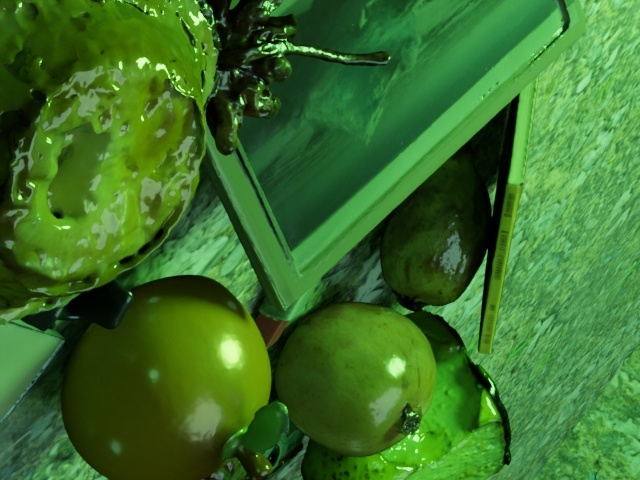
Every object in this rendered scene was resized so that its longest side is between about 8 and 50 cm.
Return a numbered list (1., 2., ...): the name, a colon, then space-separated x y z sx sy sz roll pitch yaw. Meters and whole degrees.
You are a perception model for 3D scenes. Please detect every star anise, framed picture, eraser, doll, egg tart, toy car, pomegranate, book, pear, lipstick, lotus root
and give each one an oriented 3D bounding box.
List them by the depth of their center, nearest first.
1. egg tart: -0.188 -0.067 1.328 0.341 0.129 0.341 -32 140 -31
2. star anise: -0.060 -0.167 1.509 0.234 0.073 0.177 -33 123 -21
3. eraser: -0.295 0.112 1.632 0.104 0.023 0.150 -52 158 2
4. framed picture: 0.063 -0.186 1.696 0.446 0.028 0.326 -43 135 -19
5. doll: -0.127 0.156 1.744 0.213 0.236 0.213 -39 154 -24
6. lipstick: 0.000 0.000 2.002 0.051 0.051 0.312 -20 144 -56
7. lotus root: 0.139 -0.017 2.161 0.138 0.138 0.214 -23 135 -50
8. pomegranate: 0.043 0.160 2.166 0.191 0.191 0.191 -42 157 -22
9. book: 0.225 -0.067 2.179 0.374 0.028 0.263 92 7 -57
10. toy car: -0.051 0.248 2.293 0.093 0.058 0.186 -34 153 -41
11. pear: 0.078 0.221 2.327 0.255 0.238 0.164 -26 146 -13

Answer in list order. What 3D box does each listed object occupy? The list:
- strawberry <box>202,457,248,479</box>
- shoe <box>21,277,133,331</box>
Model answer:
1. strawberry: -0.138 0.264 2.109 0.145 0.086 0.145 -44 158 -23
2. shoe: -0.234 0.023 1.486 0.099 0.112 0.227 -54 160 12
